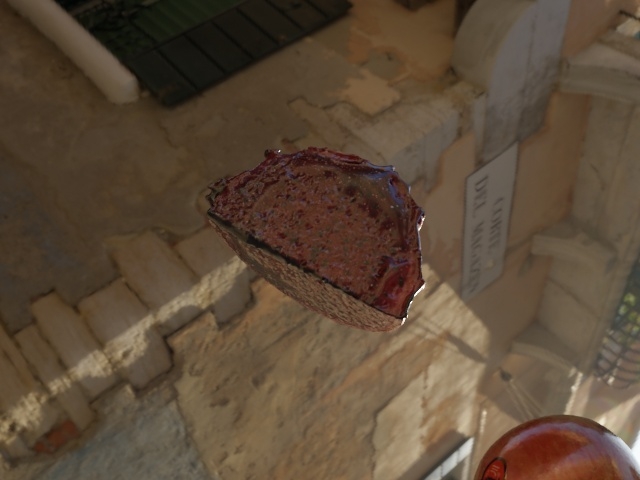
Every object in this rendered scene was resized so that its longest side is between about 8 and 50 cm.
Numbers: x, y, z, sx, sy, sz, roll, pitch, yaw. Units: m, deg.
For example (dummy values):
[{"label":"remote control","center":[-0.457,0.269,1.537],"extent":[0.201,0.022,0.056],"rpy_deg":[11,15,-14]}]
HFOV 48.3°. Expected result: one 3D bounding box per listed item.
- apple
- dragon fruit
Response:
[{"label":"apple","center":[0.283,0.312,0.853],"extent":[0.164,0.210,0.209],"rpy_deg":[-119,-172,-55]},{"label":"dragon fruit","center":[0.000,0.000,0.812],"extent":[0.262,0.163,0.189],"rpy_deg":[28,-48,12]}]
